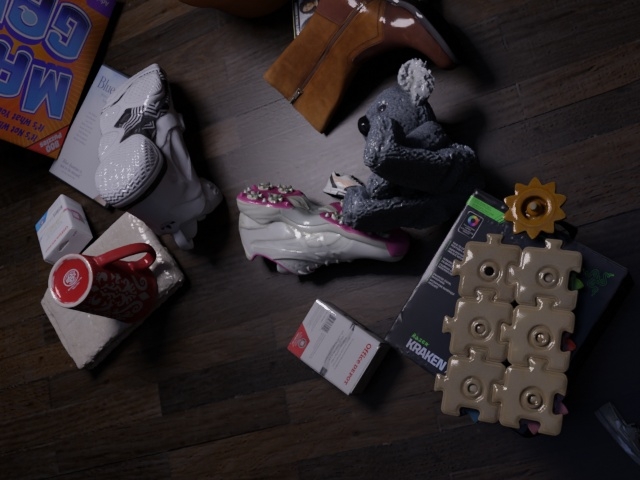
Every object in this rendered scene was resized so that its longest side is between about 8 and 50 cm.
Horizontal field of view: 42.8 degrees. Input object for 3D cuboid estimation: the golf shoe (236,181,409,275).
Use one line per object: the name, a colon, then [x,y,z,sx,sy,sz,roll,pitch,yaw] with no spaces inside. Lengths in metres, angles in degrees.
golf shoe: [0.000,0.000,1.352,0.306,0.115,0.140,16,113,23]

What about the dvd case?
dvd case: [-0.421,-0.208,1.616,0.180,0.022,0.253,29,93,26]

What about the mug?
mug: [-0.372,0.062,1.411,0.113,0.169,0.150,15,87,26]

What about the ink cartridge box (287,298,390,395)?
ink cartridge box: [0.031,0.172,1.318,0.135,0.056,0.099,34,96,26]

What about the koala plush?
koala plush: [0.133,-0.148,1.251,0.203,0.196,0.221,2,52,-14]

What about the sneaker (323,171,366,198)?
sneaker: [0.056,-0.088,1.364,0.109,0.040,0.044,16,86,26]

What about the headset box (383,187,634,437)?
headset box: [0.277,0.095,1.178,0.246,0.131,0.283,34,95,25]

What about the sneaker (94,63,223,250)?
sneaker: [-0.289,-0.148,1.477,0.137,0.210,0.366,-25,42,18]

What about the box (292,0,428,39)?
box: [0.068,-0.397,1.404,0.232,0.058,0.088,-8,77,23]

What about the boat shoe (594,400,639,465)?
boat shoe: [0.426,0.267,1.132,0.035,0.035,0.100,-44,59,14]

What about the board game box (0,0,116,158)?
board game box: [-0.691,-0.412,1.582,0.356,0.356,0.357,20,89,30]

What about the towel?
towel: [-0.392,0.093,1.534,0.282,0.049,0.187,-41,68,12]

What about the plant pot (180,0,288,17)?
plant pot: [-0.152,-0.527,1.450,0.290,0.203,0.291,-5,78,24]

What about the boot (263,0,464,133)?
boot: [0.064,-0.286,1.342,0.264,0.096,0.280,40,118,4]

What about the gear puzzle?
gear puzzle: [0.261,0.080,1.095,0.175,0.044,0.339,6,80,26]

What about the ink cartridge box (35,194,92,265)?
ink cartridge box: [-0.496,-0.017,1.575,0.088,0.052,0.122,-47,40,11]
